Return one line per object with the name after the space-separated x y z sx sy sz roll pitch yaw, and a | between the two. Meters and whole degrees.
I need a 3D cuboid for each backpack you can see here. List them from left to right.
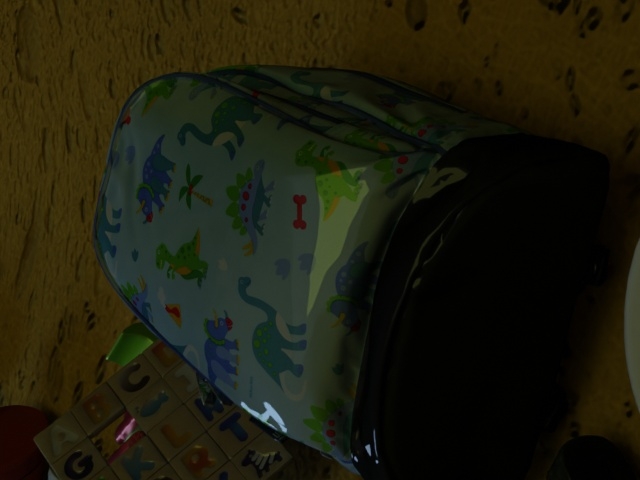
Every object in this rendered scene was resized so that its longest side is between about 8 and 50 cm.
0.000 0.000 1.134 0.355 0.273 0.290 47 129 53 | backpack

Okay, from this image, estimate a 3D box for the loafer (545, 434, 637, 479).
0.200 0.215 1.025 0.061 0.062 0.170 115 142 -54 | loafer

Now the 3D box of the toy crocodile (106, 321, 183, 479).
-0.140 0.211 1.310 0.115 0.105 0.340 -49 27 42 | toy crocodile

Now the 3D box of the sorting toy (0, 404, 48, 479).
-0.392 0.223 1.672 0.365 0.127 0.126 21 133 50 | sorting toy

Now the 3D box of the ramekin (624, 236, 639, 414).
0.301 0.048 0.852 0.277 0.135 0.277 -2 87 49 | ramekin

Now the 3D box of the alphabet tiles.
-0.103 0.147 1.276 0.237 0.009 0.198 -39 45 -8 | alphabet tiles

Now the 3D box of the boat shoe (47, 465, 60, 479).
-0.188 0.277 1.445 0.226 0.083 0.076 34 125 56 | boat shoe
